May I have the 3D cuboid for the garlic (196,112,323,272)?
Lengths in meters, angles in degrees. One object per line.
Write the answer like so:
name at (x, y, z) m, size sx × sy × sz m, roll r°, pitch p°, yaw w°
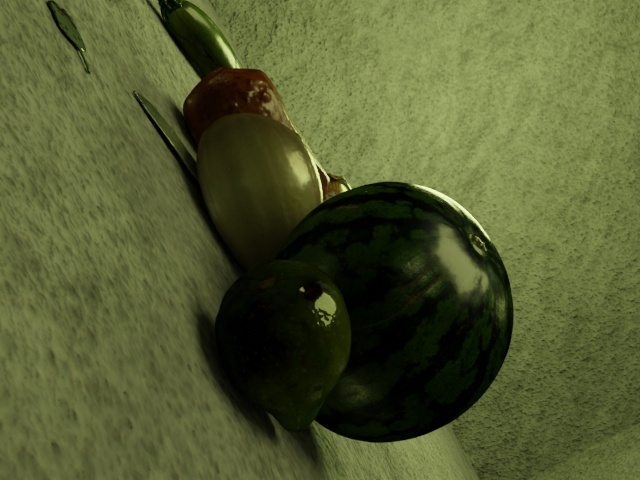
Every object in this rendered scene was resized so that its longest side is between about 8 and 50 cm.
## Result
garlic at (-0.073, -0.047, 1.008) m, size 0.164 × 0.145 × 0.245 m, roll 177°, pitch -105°, yaw -78°

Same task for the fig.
fig at (-0.027, 0.103, 0.723) m, size 0.123 × 0.123 × 0.156 m, roll -110°, pitch -178°, yaw -60°

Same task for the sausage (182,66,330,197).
sausage at (-0.093, -0.135, 1.193) m, size 0.268 × 0.141 × 0.153 m, roll 55°, pitch 8°, yaw -30°

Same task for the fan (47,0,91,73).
fan at (-0.248, -0.202, 0.796) m, size 0.083 × 0.004 × 0.056 m, roll 63°, pitch 6°, yaw 13°

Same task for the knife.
knife at (-0.149, -0.074, 1.013) m, size 0.298 × 0.017 × 0.047 m, roll 59°, pitch 15°, yaw -31°

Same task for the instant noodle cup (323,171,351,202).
instant noodle cup at (0.000, 0.000, 1.392) m, size 0.168 × 0.168 × 0.185 m, roll 56°, pitch 14°, yaw -46°

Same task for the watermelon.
watermelon at (0.072, 0.077, 0.890) m, size 0.285 × 0.285 × 0.285 m, roll 60°, pitch 5°, yaw -9°

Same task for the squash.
squash at (-0.227, -0.382, 1.558) m, size 0.331 × 0.087 × 0.087 m, roll 51°, pitch 11°, yaw -55°
